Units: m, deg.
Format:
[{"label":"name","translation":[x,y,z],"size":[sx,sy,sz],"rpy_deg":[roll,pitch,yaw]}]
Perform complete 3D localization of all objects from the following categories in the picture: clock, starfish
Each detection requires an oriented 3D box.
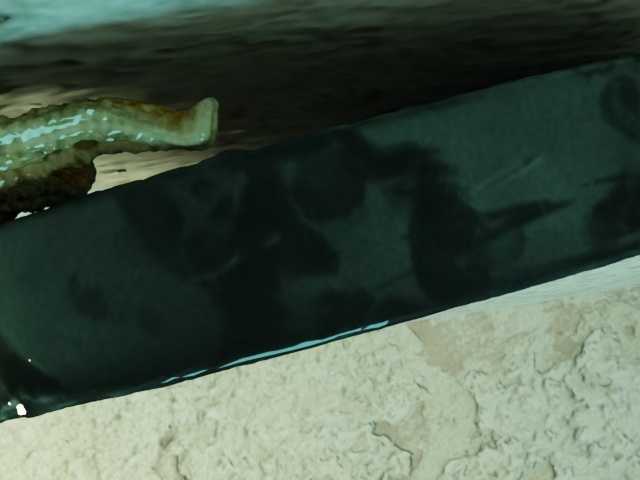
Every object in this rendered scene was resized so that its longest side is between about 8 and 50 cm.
[{"label":"clock","translation":[0.001,-0.001,0.605],"size":[0.319,0.066,0.319],"rpy_deg":[-15,-179,0]},{"label":"starfish","translation":[-0.175,-0.013,0.517],"size":[0.295,0.048,0.231],"rpy_deg":[-8,173,0]}]
